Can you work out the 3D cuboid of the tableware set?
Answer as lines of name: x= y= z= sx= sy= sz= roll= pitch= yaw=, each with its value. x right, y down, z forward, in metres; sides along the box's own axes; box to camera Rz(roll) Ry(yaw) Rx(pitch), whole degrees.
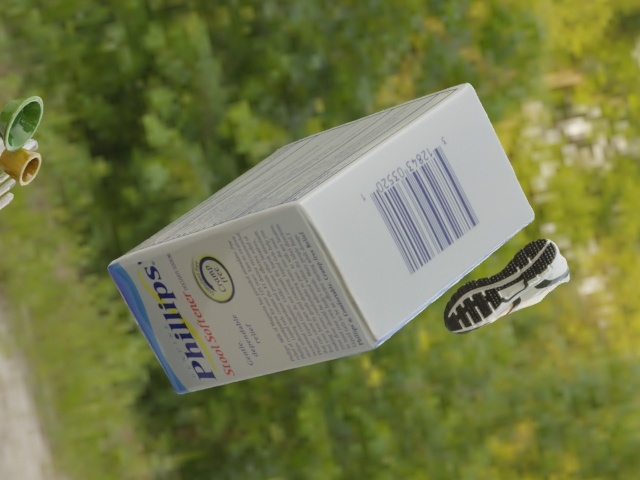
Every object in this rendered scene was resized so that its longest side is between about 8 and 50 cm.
tableware set: x=-0.213 y=-0.021 z=1.165 sx=0.154 sy=0.024 sz=0.104 roll=-43 pitch=156 yaw=-45

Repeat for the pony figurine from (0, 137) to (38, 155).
pony figurine: x=-0.492 y=-0.084 z=1.970 sx=0.363 sy=0.303 sz=0.351 roll=62 pitch=20 yaw=-13

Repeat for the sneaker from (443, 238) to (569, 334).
sneaker: x=0.145 y=0.043 z=1.527 sx=0.044 sy=0.109 sz=0.040 roll=38 pitch=26 yaw=-48

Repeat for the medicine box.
medicine box: x=0.000 y=0.000 z=1.840 sx=0.263 sy=0.289 sz=0.149 roll=-36 pitch=103 yaw=-41
